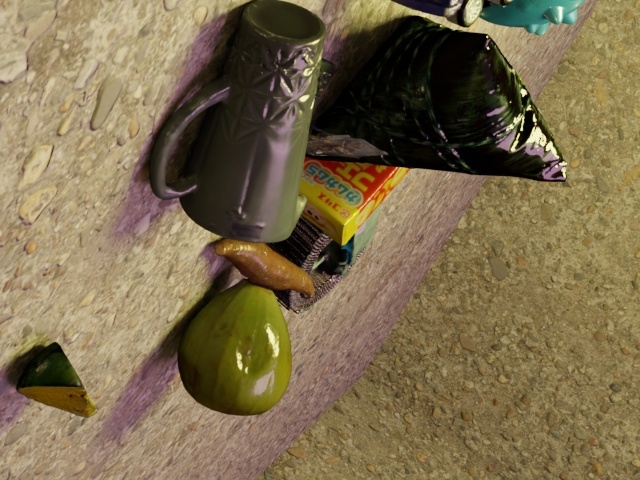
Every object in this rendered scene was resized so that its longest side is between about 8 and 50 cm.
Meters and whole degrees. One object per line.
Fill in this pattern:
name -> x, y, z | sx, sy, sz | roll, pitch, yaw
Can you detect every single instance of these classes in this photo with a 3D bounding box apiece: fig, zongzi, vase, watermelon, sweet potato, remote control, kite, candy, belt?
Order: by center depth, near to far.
vase -> -0.088, -0.142, 1.255 | 0.251, 0.156, 0.301 | -10, 136, -33
watermelon -> -0.348, 0.191, 1.308 | 0.075, 0.092, 0.181 | -34, 170, -18
remote control -> -0.029, -0.229, 1.407 | 0.072, 0.042, 0.222 | -56, 168, 12
kite -> -0.006, -0.151, 1.510 | 0.245, 0.141, 0.015 | 14, 76, -60
zongzi -> 0.182, -0.238, 1.542 | 0.319, 0.383, 0.362 | -58, 152, -14
sweet potato -> -0.097, 0.046, 1.727 | 0.314, 0.072, 0.066 | 38, 48, -56
fig -> -0.150, 0.191, 1.755 | 0.207, 0.207, 0.230 | -38, 139, -48
candy -> 0.070, -0.139, 1.764 | 0.276, 0.146, 0.088 | -47, 164, -20
belt -> 0.000, 0.000, 1.943 | 0.260, 0.122, 0.325 | -38, 159, -28

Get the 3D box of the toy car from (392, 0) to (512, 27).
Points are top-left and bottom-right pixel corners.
toy car -> 0.184, -0.414, 1.437 | 0.235, 0.172, 0.158 | -39, 145, -39

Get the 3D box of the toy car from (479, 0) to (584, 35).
toy car -> 0.384, -0.462, 1.805 | 0.255, 0.190, 0.188 | -15, -160, 44
